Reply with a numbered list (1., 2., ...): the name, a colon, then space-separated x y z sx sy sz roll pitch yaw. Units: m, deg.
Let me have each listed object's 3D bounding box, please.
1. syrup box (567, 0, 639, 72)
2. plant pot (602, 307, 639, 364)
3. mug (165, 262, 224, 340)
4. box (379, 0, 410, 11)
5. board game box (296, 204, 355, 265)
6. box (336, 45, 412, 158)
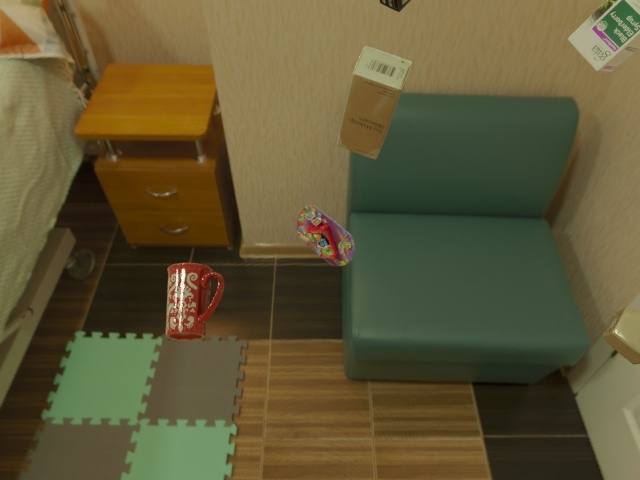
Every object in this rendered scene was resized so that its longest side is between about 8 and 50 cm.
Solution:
1. syrup box: 0.605 -0.437 0.923 0.096 0.237 0.093 -17 68 -44
2. plant pot: 0.756 0.224 1.186 0.096 0.109 0.109 33 82 19
3. mug: -0.314 0.147 1.186 0.113 0.150 0.169 15 61 -33
4. box: 0.181 -0.536 0.837 0.220 0.175 0.051 -46 66 -5
5. board game box: 0.000 0.000 1.146 0.169 0.133 0.033 40 51 11
6. box: 0.151 -0.397 1.457 0.148 0.311 0.121 20 62 5
